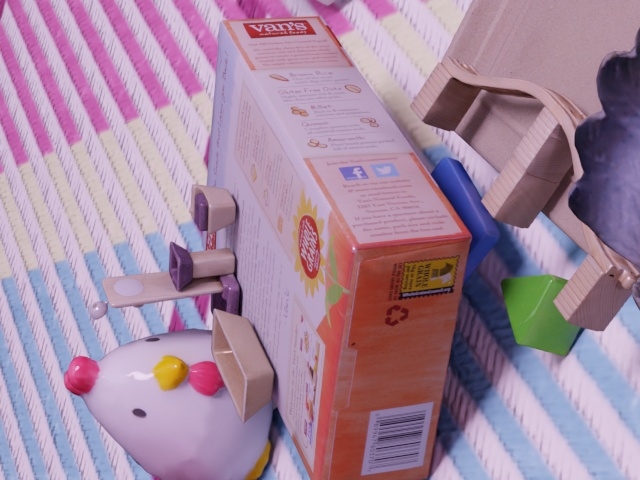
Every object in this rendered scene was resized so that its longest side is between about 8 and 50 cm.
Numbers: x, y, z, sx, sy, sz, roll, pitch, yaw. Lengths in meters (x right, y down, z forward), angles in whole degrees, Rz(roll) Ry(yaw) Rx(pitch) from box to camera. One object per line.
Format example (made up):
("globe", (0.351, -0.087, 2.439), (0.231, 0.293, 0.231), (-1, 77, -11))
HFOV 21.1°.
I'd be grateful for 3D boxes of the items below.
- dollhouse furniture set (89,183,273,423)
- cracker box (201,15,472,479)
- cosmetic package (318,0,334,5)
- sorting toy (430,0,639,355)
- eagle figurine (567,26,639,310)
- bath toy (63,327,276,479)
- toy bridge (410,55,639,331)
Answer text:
("dollhouse furniture set", (-0.076, 0.039, 0.928), (0.114, 0.081, 0.091), (-119, 28, -50))
("cracker box", (0.000, 0.000, 0.925), (0.232, 0.067, 0.155), (-120, 30, -50))
("cosmetic package", (0.071, -0.319, 1.000), (0.365, 0.155, 0.197), (-30, 49, 40))
("sorting toy", (0.150, -0.101, 0.845), (0.347, 0.047, 0.196), (-64, 35, 16))
("eagle figurine", (0.189, 0.089, 0.522), (0.226, 0.225, 0.298), (-40, 48, 50))
("bath toy", (-0.090, 0.198, 0.931), (0.151, 0.129, 0.348), (-29, 47, 42))
("toy bridge", (0.103, -0.036, 0.819), (0.063, 0.026, 0.188), (-57, 38, 22))
